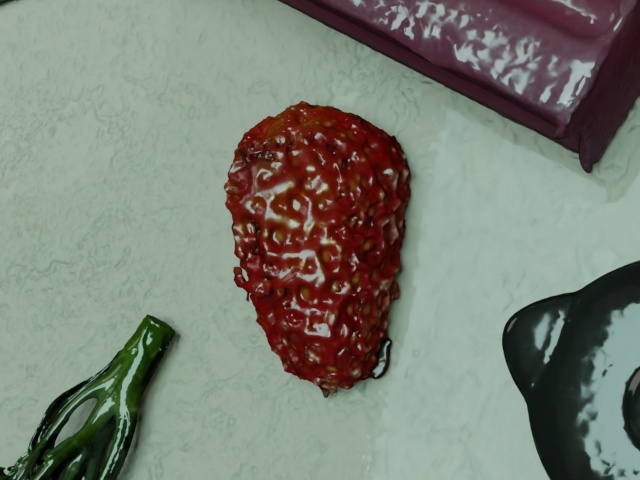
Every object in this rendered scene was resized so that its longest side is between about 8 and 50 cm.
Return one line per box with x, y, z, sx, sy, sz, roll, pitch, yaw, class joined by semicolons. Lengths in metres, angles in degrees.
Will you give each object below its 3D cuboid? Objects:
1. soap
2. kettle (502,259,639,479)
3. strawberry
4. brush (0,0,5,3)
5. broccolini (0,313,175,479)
0.064;-0.231;0.935;0.359;0.128;0.233;30;91;21;soap
0.216;0.097;0.768;0.221;0.236;0.161;26;90;21;kettle
0.000;0.000;0.946;0.121;0.082;0.188;-12;74;14;strawberry
-0.247;-0.186;1.091;0.190;0.027;0.034;-20;73;16;brush
-0.159;0.143;1.003;0.091;0.068;0.202;37;79;8;broccolini
